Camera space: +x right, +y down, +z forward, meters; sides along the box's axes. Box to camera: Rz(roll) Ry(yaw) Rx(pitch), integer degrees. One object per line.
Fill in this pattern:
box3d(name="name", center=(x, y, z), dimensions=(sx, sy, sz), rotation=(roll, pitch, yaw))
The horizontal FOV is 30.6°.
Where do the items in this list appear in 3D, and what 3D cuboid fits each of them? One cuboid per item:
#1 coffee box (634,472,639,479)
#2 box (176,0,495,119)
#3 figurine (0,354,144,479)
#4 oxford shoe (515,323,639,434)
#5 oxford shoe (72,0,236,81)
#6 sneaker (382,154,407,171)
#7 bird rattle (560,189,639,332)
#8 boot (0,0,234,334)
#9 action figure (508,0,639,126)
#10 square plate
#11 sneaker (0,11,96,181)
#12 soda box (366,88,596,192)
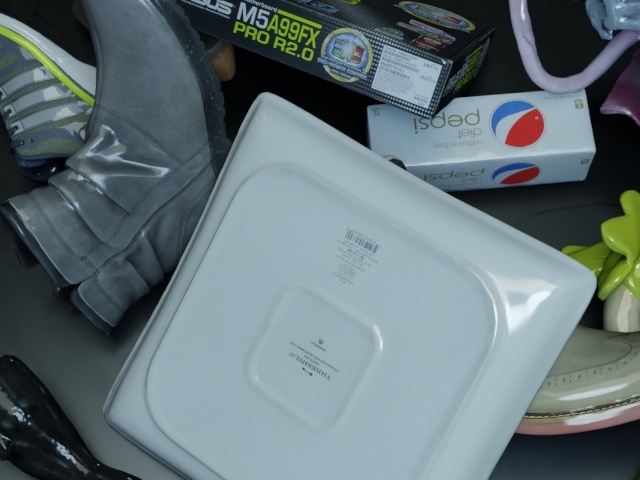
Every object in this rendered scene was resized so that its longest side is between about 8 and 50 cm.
box3d(name="coffee box", center=(0.349, 0.309, 0.819), dimensions=(0.334, 0.338, 0.337), rotation=(39, 72, 12))
box3d(name="box", center=(0.018, -0.212, 1.141), dimensions=(0.270, 0.216, 0.060), rotation=(23, 114, 11))
box3d(name="figurine", center=(-0.261, 0.233, 0.993), dimensions=(0.209, 0.092, 0.215), rotation=(36, 49, 10))
box3d(name="oxford shoe", center=(0.161, 0.090, 0.991), dimensions=(0.348, 0.123, 0.130), rotation=(-6, 95, 15))
box3d(name="oxford shoe", center=(-0.176, -0.212, 1.219), dimensions=(0.212, 0.076, 0.076), rotation=(28, 72, 30))
box3d(name="sneaker", center=(0.000, 0.000, 1.094), dimensions=(0.081, 0.080, 0.211), rotation=(40, 91, 25))
box3d(name="bird rattle", center=(0.347, 0.055, 1.080), dimensions=(0.253, 0.143, 0.207), rotation=(3, 79, -10))
box3d(name="boot", center=(-0.193, -0.080, 1.031), dimensions=(0.223, 0.338, 0.118), rotation=(-36, 33, -16))
box3d(name="action figure", center=(0.396, -0.209, 1.145), dimensions=(0.276, 0.248, 0.370), rotation=(5, 30, 37))
box3d(name="square plate", center=(-0.001, 0.095, 0.984), dimensions=(0.347, 0.049, 0.344), rotation=(31, 100, 23))
box3d(name="sneaker", center=(-0.285, -0.132, 1.166), dimensions=(0.300, 0.111, 0.121), rotation=(28, 74, 15))
box3d(name="soda box", center=(0.155, -0.095, 1.153), dimensions=(0.216, 0.069, 0.074), rotation=(-5, 67, 1))
